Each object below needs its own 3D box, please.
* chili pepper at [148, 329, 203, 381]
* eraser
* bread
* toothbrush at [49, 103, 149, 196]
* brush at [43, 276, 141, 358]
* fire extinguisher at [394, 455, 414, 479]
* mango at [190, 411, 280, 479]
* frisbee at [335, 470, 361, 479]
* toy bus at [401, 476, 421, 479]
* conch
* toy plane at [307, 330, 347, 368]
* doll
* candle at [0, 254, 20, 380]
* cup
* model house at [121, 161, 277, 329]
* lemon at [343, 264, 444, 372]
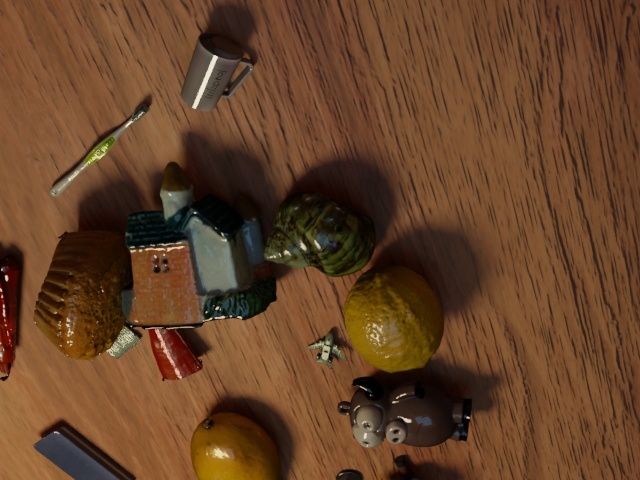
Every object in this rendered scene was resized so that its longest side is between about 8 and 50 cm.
[{"bbox_3d":[-0.293,0.185,1.851,0.088,0.065,0.169,-14,116,13],"label":"chili pepper"},{"bbox_3d":[-0.504,0.477,2.066,0.082,0.036,0.225,-35,113,24],"label":"eraser"},{"bbox_3d":[-0.414,0.093,1.706,0.139,0.240,0.240,15,123,8],"label":"bread"},{"bbox_3d":[-0.384,-0.153,1.667,0.263,0.026,0.022,-36,112,27],"label":"toothbrush"},{"bbox_3d":[-0.449,0.144,1.867,0.082,0.010,0.218,-37,111,25],"label":"brush"},{"bbox_3d":[0.177,0.488,2.018,0.028,0.022,0.083,-34,119,-12],"label":"fire extinguisher"},{"bbox_3d":[-0.168,0.463,1.987,0.176,0.119,0.317,-11,129,9],"label":"mango"},{"bbox_3d":[0.064,0.588,2.100,0.187,0.012,0.211,-30,115,23],"label":"frisbee"},{"bbox_3d":[0.202,0.618,2.027,0.121,0.120,0.265,-23,127,10],"label":"toy bus"},{"bbox_3d":[-0.001,0.002,1.671,0.181,0.124,0.187,-6,129,12],"label":"conch"},{"bbox_3d":[0.013,0.210,1.853,0.080,0.033,0.083,17,123,11],"label":"toy plane"},{"bbox_3d":[0.161,0.340,1.873,0.257,0.117,0.182,2,128,1],"label":"doll"},{"bbox_3d":[-0.613,0.154,1.860,0.084,0.059,0.302,12,123,8],"label":"candle"},{"bbox_3d":[-0.164,-0.269,1.553,0.104,0.074,0.116,4,132,-32],"label":"cup"},{"bbox_3d":[-0.218,-0.002,1.679,0.253,0.184,0.291,-2,108,14],"label":"model house"},{"bbox_3d":[0.129,0.139,1.714,0.180,0.181,0.193,-22,142,18],"label":"lemon"}]
